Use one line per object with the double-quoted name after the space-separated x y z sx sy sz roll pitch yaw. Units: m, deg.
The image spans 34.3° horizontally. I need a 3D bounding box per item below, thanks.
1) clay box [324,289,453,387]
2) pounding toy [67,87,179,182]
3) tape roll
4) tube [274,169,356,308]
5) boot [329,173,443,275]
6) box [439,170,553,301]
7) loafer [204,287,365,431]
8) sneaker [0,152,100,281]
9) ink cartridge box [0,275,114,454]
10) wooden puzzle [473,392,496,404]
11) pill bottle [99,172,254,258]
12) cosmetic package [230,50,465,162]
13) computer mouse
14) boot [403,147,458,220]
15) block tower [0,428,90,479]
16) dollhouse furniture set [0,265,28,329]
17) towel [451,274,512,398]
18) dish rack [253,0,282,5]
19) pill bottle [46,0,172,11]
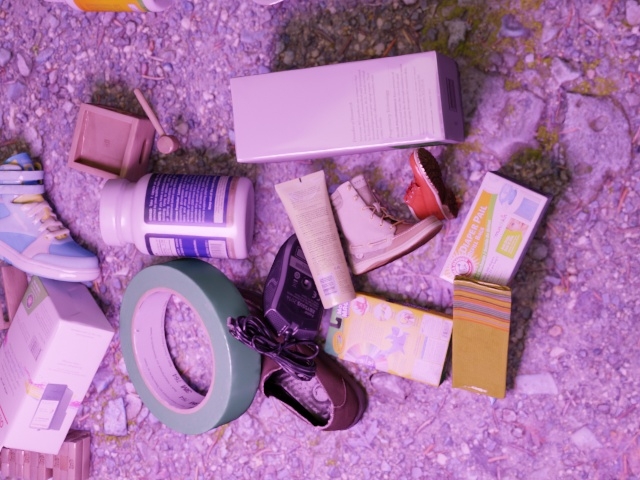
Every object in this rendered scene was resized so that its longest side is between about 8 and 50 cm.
0.126 0.171 1.874 0.222 0.053 0.127 15 98 18 "clay box"
-0.354 -0.202 1.980 0.206 0.094 0.181 17 100 16 "pounding toy"
-0.246 0.194 1.914 0.321 0.077 0.321 13 110 42 "tape roll"
0.000 0.000 1.850 0.062 0.070 0.240 -21 87 41 "tube"
0.105 -0.044 1.831 0.213 0.077 0.165 -29 81 43 "boot"
0.301 -0.006 1.779 0.114 0.103 0.203 26 101 14 "box"
-0.077 0.215 1.902 0.366 0.130 0.133 35 103 13 "loafer"
-0.557 -0.053 2.041 0.319 0.127 0.208 21 101 15 "sneaker"
-0.548 0.268 2.017 0.207 0.119 0.353 43 110 52 "ink cartridge box"
0.283 0.232 1.849 0.116 0.014 0.078 44 105 10 "wooden puzzle"
-0.260 -0.046 1.903 0.265 0.153 0.153 3 95 3 "pill bottle"
0.048 -0.226 1.797 0.366 0.197 0.155 -6 92 20 "cosmetic package"
-0.058 0.102 1.861 0.188 0.272 0.072 35 148 -24 "computer mouse"
0.175 -0.092 1.807 0.085 0.059 0.158 -7 130 28 "boot"
-0.625 0.426 2.115 0.336 0.091 0.097 5 95 18 "block tower"
-0.695 0.127 2.103 0.151 0.144 0.123 -13 85 33 "dollhouse furniture set"
0.272 0.169 1.774 0.102 0.021 0.237 13 125 25 "towel"
-0.012 -0.596 1.854 0.333 0.072 0.285 -19 89 18 "dish rack"
-0.409 -0.500 1.954 0.246 0.136 0.136 4 95 18 "pill bottle"
